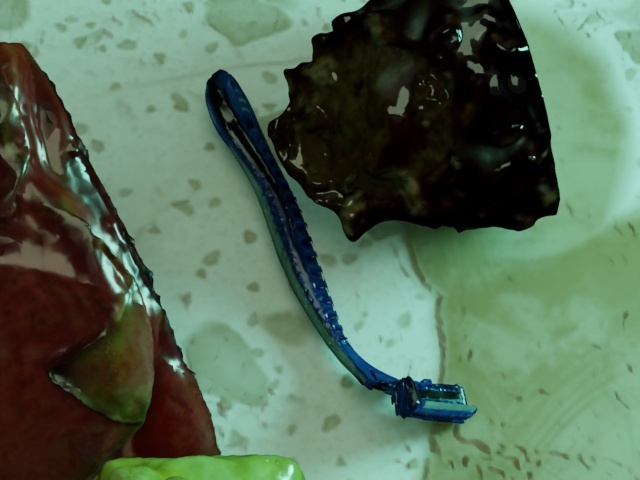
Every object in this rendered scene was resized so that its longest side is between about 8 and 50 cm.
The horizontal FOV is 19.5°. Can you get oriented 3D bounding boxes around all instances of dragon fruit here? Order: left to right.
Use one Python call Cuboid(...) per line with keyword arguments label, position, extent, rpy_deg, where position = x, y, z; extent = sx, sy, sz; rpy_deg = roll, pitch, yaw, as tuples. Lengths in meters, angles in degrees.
Cuboid(label="dragon fruit", position=(-0.254, 0.076, 1.212), extent=(0.329, 0.228, 0.286), rpy_deg=(-24, 71, -15))

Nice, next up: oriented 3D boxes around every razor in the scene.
Cuboid(label="razor", position=(-0.009, 0.008, 1.351), extent=(0.056, 0.093, 0.324), rpy_deg=(-42, 66, 19))

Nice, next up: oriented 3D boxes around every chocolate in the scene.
Cuboid(label="chocolate", position=(0.051, -0.094, 1.319), extent=(0.177, 0.206, 0.224), rpy_deg=(-20, 71, -4))

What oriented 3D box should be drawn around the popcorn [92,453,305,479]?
Cuboid(label="popcorn", position=(-0.086, 0.239, 1.147), extent=(0.258, 0.270, 0.224), rpy_deg=(-30, 58, 33))
